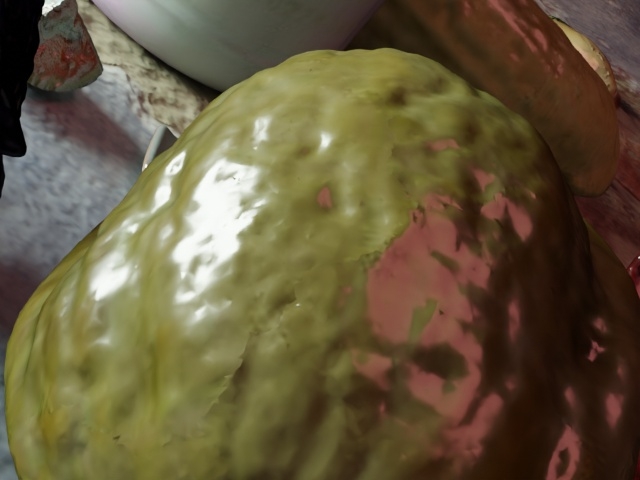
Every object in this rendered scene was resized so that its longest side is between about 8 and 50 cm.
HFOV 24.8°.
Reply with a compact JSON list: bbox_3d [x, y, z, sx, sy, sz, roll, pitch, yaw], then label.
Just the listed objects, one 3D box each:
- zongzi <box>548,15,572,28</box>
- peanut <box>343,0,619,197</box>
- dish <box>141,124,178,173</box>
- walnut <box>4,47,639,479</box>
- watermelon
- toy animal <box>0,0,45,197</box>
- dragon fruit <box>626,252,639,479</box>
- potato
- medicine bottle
[{"bbox_3d":[0.293,-0.195,1.673,0.113,0.052,0.104,38,28,-41],"label":"zongzi"},{"bbox_3d":[0.116,-0.157,1.210,0.340,0.158,0.174,47,-13,2],"label":"peanut"},{"bbox_3d":[0.000,0.000,0.874,0.234,0.064,0.154,34,26,-14],"label":"dish"},{"bbox_3d":[0.002,0.056,0.589,0.282,0.227,0.283,-3,40,3],"label":"walnut"},{"bbox_3d":[-0.164,-0.130,0.849,0.085,0.061,0.085,36,32,-26],"label":"watermelon"},{"bbox_3d":[-0.209,-0.152,0.675,0.298,0.185,0.122,66,23,7],"label":"toy animal"},{"bbox_3d":[0.250,0.165,0.949,0.286,0.228,0.329,-24,86,-30],"label":"dragon fruit"},{"bbox_3d":[0.224,-0.168,1.453,0.147,0.112,0.112,39,23,11],"label":"potato"},{"bbox_3d":[-0.019,-0.276,1.017,0.241,0.302,0.241,33,25,-18],"label":"medicine bottle"}]
